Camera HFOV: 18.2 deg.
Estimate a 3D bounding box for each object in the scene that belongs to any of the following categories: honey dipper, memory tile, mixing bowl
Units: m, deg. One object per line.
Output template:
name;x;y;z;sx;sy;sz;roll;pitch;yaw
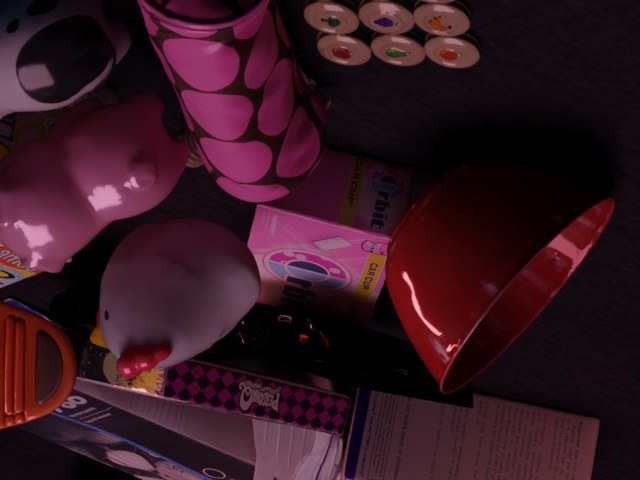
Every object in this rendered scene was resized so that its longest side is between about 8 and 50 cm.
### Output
honey dipper;-0.118;-0.057;1.495;0.030;0.030;0.161;25;154;-24
memory tile;0.037;-0.151;1.250;0.113;0.012;0.148;4;152;18
mixing bowl;0.110;0.009;1.395;0.098;0.181;0.181;41;158;15

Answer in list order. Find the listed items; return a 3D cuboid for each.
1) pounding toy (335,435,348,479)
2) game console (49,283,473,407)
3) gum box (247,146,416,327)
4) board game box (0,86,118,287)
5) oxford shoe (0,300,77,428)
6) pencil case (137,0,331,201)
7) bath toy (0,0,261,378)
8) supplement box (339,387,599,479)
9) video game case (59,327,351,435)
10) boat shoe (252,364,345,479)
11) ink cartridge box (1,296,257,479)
pounding toy;0.130;0.250;1.947;0.237;0.110;0.183;31;179;35
game console;-0.062;0.081;1.647;0.361;0.044;0.213;8;171;39
gum box;0.000;0.000;1.513;0.107;0.062;0.188;14;154;-2
board game box;-0.295;-0.044;1.468;0.142;0.144;0.275;29;150;-31
oxford shoe;-0.350;0.106;1.701;0.364;0.130;0.133;0;173;25
pencil case;-0.051;-0.116;1.278;0.095;0.098;0.209;52;170;28
bath toy;-0.171;-0.048;1.296;0.151;0.129;0.348;-11;123;35
supplement box;0.132;0.207;1.817;0.220;0.114;0.111;10;153;1
video game case;-0.125;0.119;1.721;0.210;0.042;0.232;9;174;41
boat shoe;-0.016;0.181;1.871;0.083;0.076;0.226;39;138;23
ink cartridge box;-0.204;0.163;1.939;0.333;0.065;0.165;27;151;-26
